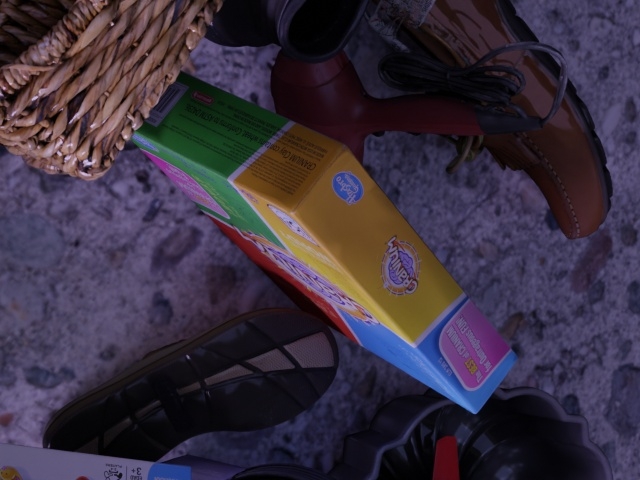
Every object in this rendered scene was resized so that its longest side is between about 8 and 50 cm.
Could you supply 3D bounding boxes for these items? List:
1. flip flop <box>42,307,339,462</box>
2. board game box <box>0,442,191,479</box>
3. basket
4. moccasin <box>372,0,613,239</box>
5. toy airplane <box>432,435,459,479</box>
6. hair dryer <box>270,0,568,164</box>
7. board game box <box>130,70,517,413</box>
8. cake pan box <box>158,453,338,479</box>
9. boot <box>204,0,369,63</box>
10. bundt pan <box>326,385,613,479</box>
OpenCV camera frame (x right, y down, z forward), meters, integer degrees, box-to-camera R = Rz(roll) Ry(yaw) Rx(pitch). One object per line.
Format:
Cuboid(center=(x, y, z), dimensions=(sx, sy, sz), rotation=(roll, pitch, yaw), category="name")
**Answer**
Cuboid(center=(-0.118, 0.133, 1.258), dimensions=(0.277, 0.080, 0.112), rotation=(-24, 112, -7), category="flip flop")
Cuboid(center=(-0.272, 0.278, 1.087), dimensions=(0.347, 0.078, 0.233), rotation=(12, 63, -30), category="board game box")
Cuboid(center=(-0.205, -0.222, 1.067), dimensions=(0.223, 0.213, 0.299), rotation=(35, 81, -29), category="basket")
Cuboid(center=(0.145, -0.145, 1.315), dimensions=(0.147, 0.139, 0.380), rotation=(-38, 117, 1), category="moccasin")
Cuboid(center=(0.095, 0.253, 1.272), dimensions=(0.151, 0.028, 0.151), rotation=(-4, 98, -28), category="toy airplane")
Cuboid(center=(0.056, -0.109, 1.232), dimensions=(0.223, 0.293, 0.080), rotation=(42, 42, 6), category="hair dryer")
Cuboid(center=(0.000, 0.000, 1.151), dimensions=(0.064, 0.242, 0.316), rotation=(-52, 135, -10), category="board game box")
Cuboid(center=(-0.044, 0.334, 1.240), dimensions=(0.070, 0.245, 0.267), rotation=(-8, 105, -69), category="cake pan box")
Cuboid(center=(0.008, -0.310, 1.161), dimensions=(0.118, 0.222, 0.338), rotation=(11, 93, -28), category="boot")
Cuboid(center=(0.127, 0.289, 1.381), dimensions=(0.330, 0.124, 0.331), rotation=(-4, 100, -28), category="bundt pan")
